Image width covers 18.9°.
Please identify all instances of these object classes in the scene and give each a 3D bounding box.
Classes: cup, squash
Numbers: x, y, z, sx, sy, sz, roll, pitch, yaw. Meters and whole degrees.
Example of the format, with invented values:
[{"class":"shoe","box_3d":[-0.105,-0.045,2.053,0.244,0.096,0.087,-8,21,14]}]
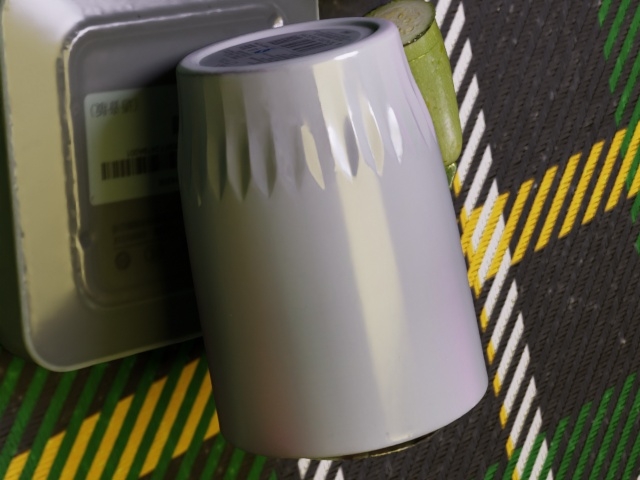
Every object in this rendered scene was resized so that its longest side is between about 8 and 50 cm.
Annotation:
[{"class":"cup","box_3d":[0.000,0.000,1.739,0.253,0.253,0.372,-23,109,-36]},{"class":"squash","box_3d":[0.104,-0.137,2.029,0.094,0.094,0.224,-39,126,-29]}]

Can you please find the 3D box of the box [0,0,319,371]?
[{"class":"box","box_3d":[-0.148,-0.084,1.812,0.367,0.090,0.373,-14,106,-38]}]
